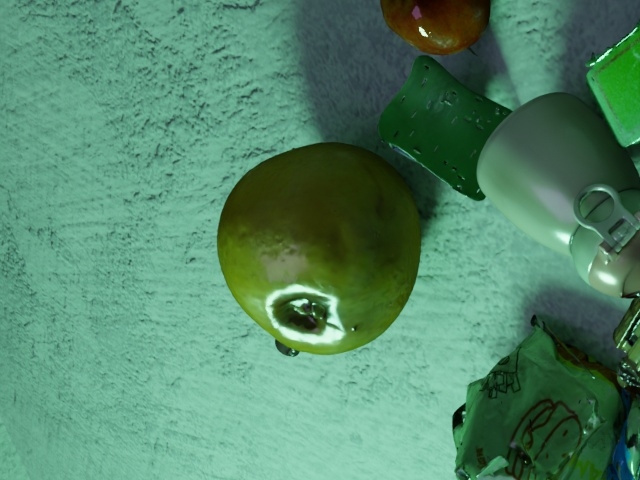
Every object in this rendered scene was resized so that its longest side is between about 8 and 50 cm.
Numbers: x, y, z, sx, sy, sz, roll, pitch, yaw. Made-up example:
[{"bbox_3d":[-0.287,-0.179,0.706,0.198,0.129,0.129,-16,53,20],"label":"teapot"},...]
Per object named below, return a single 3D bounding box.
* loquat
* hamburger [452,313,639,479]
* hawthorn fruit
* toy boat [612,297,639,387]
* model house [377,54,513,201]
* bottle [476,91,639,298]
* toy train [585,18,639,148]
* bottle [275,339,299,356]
[{"bbox_3d":[0.000,0.000,1.729,0.275,0.275,0.274,29,132,38],"label":"loquat"},{"bbox_3d":[0.254,0.248,1.605,0.260,0.150,0.276,54,124,30],"label":"hamburger"},{"bbox_3d":[0.133,-0.262,1.514,0.125,0.125,0.140,25,128,40],"label":"hawthorn fruit"},{"bbox_3d":[0.383,0.079,1.466,0.088,0.068,0.226,51,143,30],"label":"toy boat"},{"bbox_3d":[0.143,-0.134,1.584,0.167,0.117,0.088,30,-178,-16],"label":"model house"},{"bbox_3d":[0.288,-0.034,1.414,0.236,0.148,0.147,51,143,32],"label":"bottle"},{"bbox_3d":[0.382,-0.146,1.281,0.243,0.132,0.188,-39,72,53],"label":"toy train"},{"bbox_3d":[-0.026,0.114,1.993,0.060,0.060,0.164,49,142,19],"label":"bottle"}]
